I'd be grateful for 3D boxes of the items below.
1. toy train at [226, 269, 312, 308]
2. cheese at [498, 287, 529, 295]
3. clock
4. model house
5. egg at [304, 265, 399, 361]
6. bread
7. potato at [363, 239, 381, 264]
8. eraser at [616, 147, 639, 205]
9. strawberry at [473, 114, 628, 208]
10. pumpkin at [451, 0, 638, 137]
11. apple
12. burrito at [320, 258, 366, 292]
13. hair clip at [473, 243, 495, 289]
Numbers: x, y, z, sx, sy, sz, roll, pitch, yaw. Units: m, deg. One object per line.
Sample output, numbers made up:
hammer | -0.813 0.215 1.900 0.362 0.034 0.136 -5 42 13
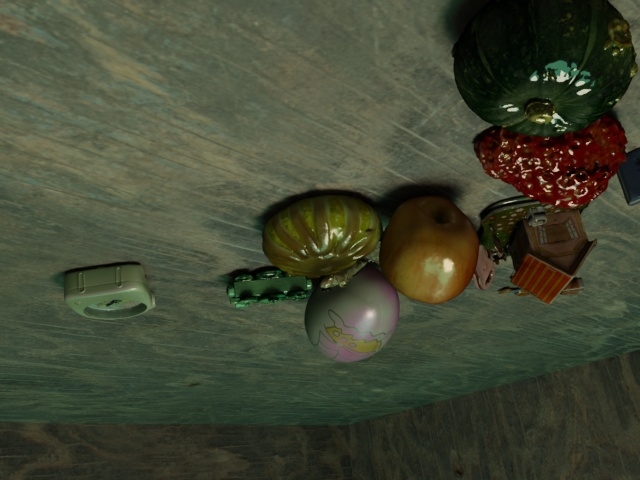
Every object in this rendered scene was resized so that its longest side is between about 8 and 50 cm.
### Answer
toy train | -0.107 0.099 1.458 0.178 0.071 0.104 -5 169 -13
cheese | 0.516 0.134 1.848 0.111 0.017 0.047 3 153 -25
clock | -0.399 0.107 1.368 0.151 0.062 0.191 -8 159 -3
model house | 0.421 0.034 1.384 0.206 0.154 0.294 -11 159 1
egg | 0.070 0.155 1.484 0.196 0.197 0.271 0 167 -20
bread | 0.000 0.000 1.207 0.213 0.105 0.213 -5 157 -2
potato | 0.171 0.018 1.375 0.171 0.089 0.101 28 122 0
eraser | 0.581 -0.134 1.125 0.036 0.082 0.225 15 149 -43
strawberry | 0.349 -0.106 1.066 0.236 0.111 0.190 0 159 -20
pumpkin | 0.241 -0.192 0.763 0.190 0.146 0.190 -10 158 -4
apple | 0.185 0.012 1.205 0.199 0.199 0.199 -8 158 -3
burrito | 0.048 0.056 1.342 0.051 0.042 0.171 -6 -169 23
hair clip | 0.269 0.038 1.360 0.102 0.123 0.138 11 160 34
